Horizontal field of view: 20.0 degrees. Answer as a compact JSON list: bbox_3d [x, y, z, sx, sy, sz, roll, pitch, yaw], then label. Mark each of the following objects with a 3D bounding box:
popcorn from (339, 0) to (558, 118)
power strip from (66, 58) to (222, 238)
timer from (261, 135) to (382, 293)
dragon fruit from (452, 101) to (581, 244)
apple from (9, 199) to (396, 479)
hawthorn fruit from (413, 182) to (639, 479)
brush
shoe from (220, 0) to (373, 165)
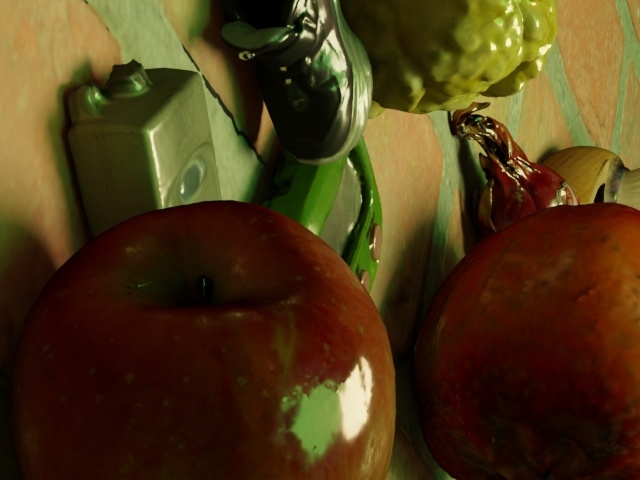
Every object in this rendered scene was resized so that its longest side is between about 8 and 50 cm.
[{"bbox_3d":[0.057,-0.174,1.119,0.174,0.168,0.195,-12,92,-31],"label":"popcorn"},{"bbox_3d":[-0.074,0.043,0.948,0.080,0.048,0.286,-52,140,-56],"label":"power strip"},{"bbox_3d":[0.000,0.000,1.135,0.128,0.047,0.140,72,28,-44],"label":"timer"},{"bbox_3d":[0.163,-0.039,1.507,0.190,0.094,0.094,64,33,-41],"label":"dragon fruit"},{"bbox_3d":[-0.052,0.078,0.829,0.181,0.181,0.168,-67,160,-45],"label":"apple"},{"bbox_3d":[0.198,0.065,1.389,0.254,0.254,0.300,64,31,-50],"label":"hawthorn fruit"},{"bbox_3d":[0.287,0.001,1.724,0.267,0.166,0.174,-20,110,-65],"label":"brush"},{"bbox_3d":[-0.023,-0.121,1.042,0.099,0.071,0.169,-29,114,-63],"label":"shoe"}]
